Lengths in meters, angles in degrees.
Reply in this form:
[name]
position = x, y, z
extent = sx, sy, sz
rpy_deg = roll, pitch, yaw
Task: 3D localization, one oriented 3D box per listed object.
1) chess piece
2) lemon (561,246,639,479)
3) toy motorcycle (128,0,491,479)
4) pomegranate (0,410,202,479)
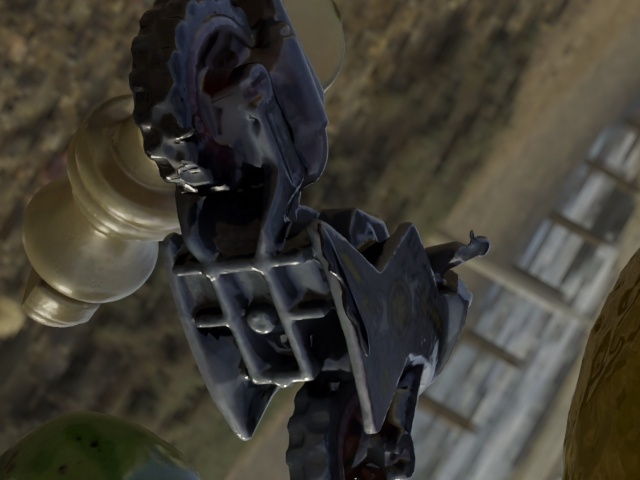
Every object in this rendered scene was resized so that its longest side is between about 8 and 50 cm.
[chess piece]
position = -0.122, -0.046, 1.317
extent = 0.117, 0.117, 0.397
rpy_deg = -53, -175, -38
[lemon]
position = 0.275, 0.090, 0.769
extent = 0.350, 0.350, 0.387
rpy_deg = 95, 21, -68
[toy motorcycle]
position = 0.000, 0.000, 0.685
extent = 0.122, 0.080, 0.215
rpy_deg = -58, 135, -50
[pomegranate]
position = -0.185, 0.235, 1.446
extent = 0.224, 0.181, 0.181
rpy_deg = -52, 168, -24
